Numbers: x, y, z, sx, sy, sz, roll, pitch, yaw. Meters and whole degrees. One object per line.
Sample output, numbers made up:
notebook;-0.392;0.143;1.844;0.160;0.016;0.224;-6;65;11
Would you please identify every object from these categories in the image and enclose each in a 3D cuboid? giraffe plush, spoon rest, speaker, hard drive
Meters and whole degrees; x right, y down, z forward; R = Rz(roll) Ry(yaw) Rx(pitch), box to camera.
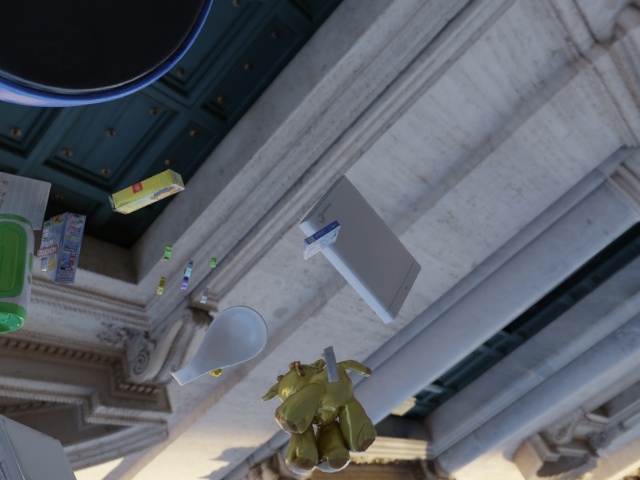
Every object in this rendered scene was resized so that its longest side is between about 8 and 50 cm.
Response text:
giraffe plush;-0.018;0.283;0.994;0.181;0.210;0.170;5;175;-27
spoon rest;-0.250;0.265;1.359;0.137;0.276;0.084;52;-171;-10
speaker;-0.806;0.080;1.433;0.131;0.131;0.296;26;-141;-45
hard drive;0.119;0.019;1.521;0.353;0.047;0.233;48;-134;-12

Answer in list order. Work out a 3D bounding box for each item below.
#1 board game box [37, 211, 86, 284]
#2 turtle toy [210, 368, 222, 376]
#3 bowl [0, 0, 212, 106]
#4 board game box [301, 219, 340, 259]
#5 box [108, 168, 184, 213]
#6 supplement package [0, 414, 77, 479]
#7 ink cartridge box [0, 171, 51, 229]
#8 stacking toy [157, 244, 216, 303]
board game box;-0.754;0.032;1.610;0.060;0.194;0.194;13;-108;-50
turtle toy;-0.323;0.370;1.758;0.066;0.095;0.130;48;157;-10
bowl;-0.260;-0.324;0.553;0.077;0.391;0.391;24;-176;36
board game box;0.000;0.000;1.293;0.020;0.090;0.090;52;160;17
box;-0.579;-0.161;1.874;0.087;0.232;0.058;26;-137;-75
supplement package;-0.654;0.526;1.212;0.204;0.145;0.262;47;164;29
ink cartridge box;-0.869;-0.113;1.585;0.045;0.145;0.179;10;178;42
stacking toy;-0.444;0.117;1.864;0.167;0.221;0.052;14;-137;-12
